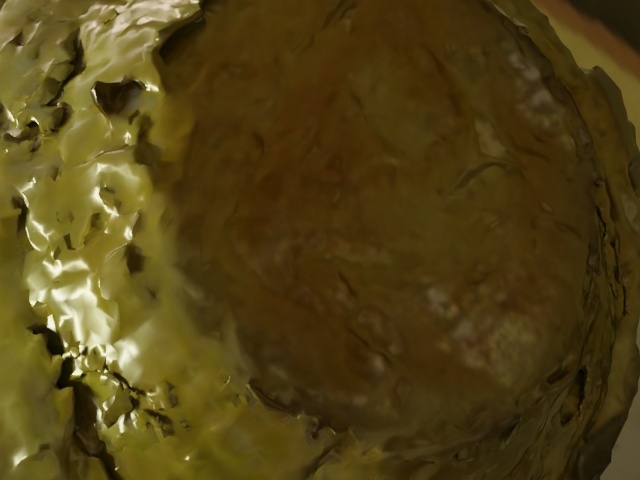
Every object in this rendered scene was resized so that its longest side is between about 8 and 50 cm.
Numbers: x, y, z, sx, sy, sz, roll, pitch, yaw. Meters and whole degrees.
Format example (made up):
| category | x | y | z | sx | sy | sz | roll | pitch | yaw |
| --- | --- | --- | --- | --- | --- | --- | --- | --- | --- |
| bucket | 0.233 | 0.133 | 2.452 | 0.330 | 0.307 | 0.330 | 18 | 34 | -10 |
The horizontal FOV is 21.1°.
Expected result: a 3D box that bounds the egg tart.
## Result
| category | x | y | z | sx | sy | sz | roll | pitch | yaw |
| --- | --- | --- | --- | --- | --- | --- | --- | --- | --- |
| egg tart | -0.001 | 0.001 | 0.636 | 0.341 | 0.341 | 0.132 | 49 | 150 | -4 |
